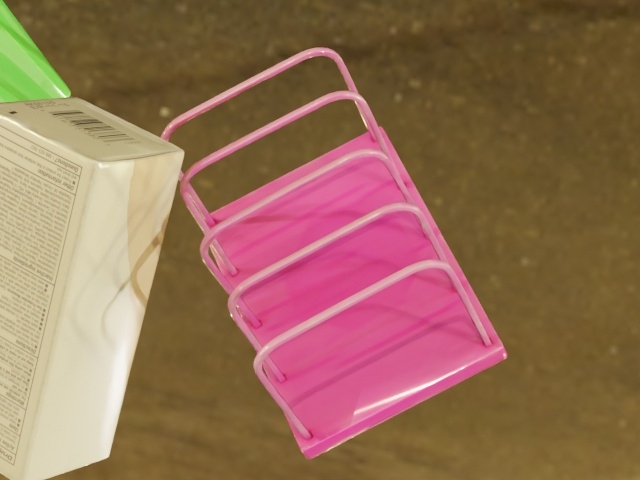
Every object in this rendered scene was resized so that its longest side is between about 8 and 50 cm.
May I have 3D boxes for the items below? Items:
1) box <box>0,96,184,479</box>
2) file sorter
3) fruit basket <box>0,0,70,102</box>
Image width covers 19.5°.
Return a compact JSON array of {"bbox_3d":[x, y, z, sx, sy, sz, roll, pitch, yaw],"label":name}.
[{"bbox_3d":[-0.242,0.043,1.658,0.148,0.311,0.121,28,-158,29],"label":"box"},{"bbox_3d":[0.000,0.000,1.674,0.202,0.291,0.182,-28,143,2],"label":"file sorter"},{"bbox_3d":[-0.488,-0.191,2.071,0.392,0.283,0.392,38,172,7],"label":"fruit basket"}]
